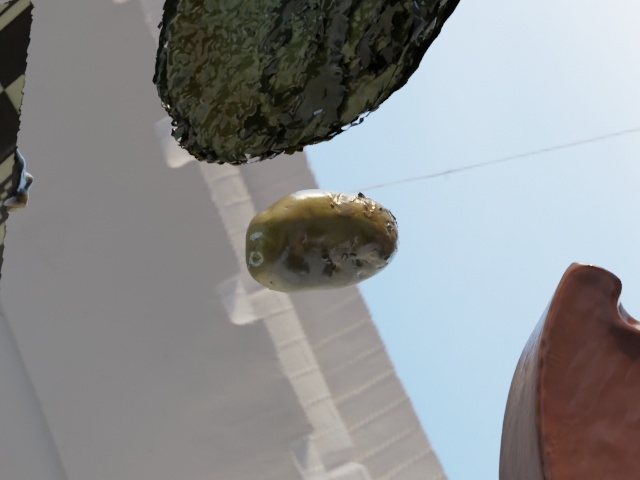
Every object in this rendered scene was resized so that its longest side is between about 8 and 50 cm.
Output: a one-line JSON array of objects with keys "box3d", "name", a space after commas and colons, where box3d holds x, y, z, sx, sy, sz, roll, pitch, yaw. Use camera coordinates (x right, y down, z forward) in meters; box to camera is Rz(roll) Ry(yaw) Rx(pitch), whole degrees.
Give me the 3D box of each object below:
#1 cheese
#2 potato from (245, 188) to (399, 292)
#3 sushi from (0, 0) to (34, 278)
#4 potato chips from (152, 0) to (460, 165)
[{"box3d": [0.188, 0.105, 0.683, 0.203, 0.128, 0.177, -22, -115, -13], "name": "cheese"}, {"box3d": [0.000, 0.000, 0.969, 0.138, 0.070, 0.091, -1, -63, -17], "name": "potato"}, {"box3d": [-0.257, 0.021, 0.585, 0.290, 0.264, 0.050, -22, -42, 18], "name": "sushi"}, {"box3d": [-0.004, -0.129, 0.528, 0.029, 0.220, 0.202, 24, -99, -40], "name": "potato chips"}]
